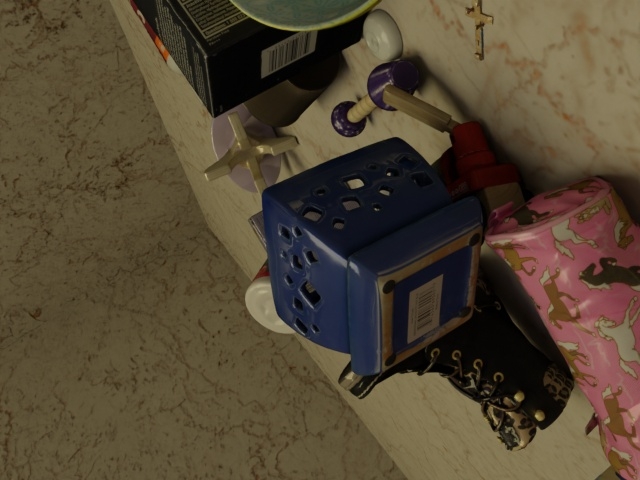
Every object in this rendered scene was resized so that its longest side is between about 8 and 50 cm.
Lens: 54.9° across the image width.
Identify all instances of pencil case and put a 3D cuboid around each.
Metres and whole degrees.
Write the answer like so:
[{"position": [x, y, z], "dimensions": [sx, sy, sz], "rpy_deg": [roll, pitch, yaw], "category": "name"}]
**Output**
[{"position": [0.353, 0.109, 0.754], "dimensions": [0.386, 0.167, 0.160], "rpy_deg": [61, -163, -8], "category": "pencil case"}]

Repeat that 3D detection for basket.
[{"position": [-0.065, -0.332, 1.203], "dimensions": [0.204, 0.154, 0.227], "rpy_deg": [61, 161, -15], "category": "basket"}]

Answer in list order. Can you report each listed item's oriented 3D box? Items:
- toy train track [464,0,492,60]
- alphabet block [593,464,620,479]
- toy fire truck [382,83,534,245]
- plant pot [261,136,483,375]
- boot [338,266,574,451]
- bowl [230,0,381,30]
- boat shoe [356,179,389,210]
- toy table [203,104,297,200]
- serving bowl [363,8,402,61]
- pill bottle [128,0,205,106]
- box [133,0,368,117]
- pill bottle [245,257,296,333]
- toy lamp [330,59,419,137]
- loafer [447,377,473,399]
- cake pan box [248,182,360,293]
[{"position": [0.196, -0.264, 0.777], "dimensions": [0.048, 0.014, 0.083], "rpy_deg": [43, 159, 43], "category": "toy train track"}, {"position": [0.493, 0.413, 0.839], "dimensions": [0.193, 0.192, 0.197], "rpy_deg": [55, 163, 5], "category": "alphabet block"}, {"position": [0.179, -0.108, 0.936], "dimensions": [0.217, 0.159, 0.246], "rpy_deg": [140, 117, -69], "category": "toy fire truck"}, {"position": [0.079, 0.029, 0.836], "dimensions": [0.212, 0.236, 0.235], "rpy_deg": [40, 145, 42], "category": "plant pot"}, {"position": [0.231, 0.211, 0.990], "dimensions": [0.284, 0.377, 0.138], "rpy_deg": [49, 133, 13], "category": "boot"}, {"position": [0.007, -0.404, 0.762], "dimensions": [0.289, 0.290, 0.156], "rpy_deg": [58, -154, -1], "category": "bowl"}, {"position": [0.129, -0.025, 1.304], "dimensions": [0.258, 0.084, 0.095], "rpy_deg": [61, 164, -12], "category": "boat shoe"}, {"position": [-0.191, -0.235, 1.654], "dimensions": [0.274, 0.252, 0.161], "rpy_deg": [56, -176, -26], "category": "toy table"}, {"position": [0.092, -0.317, 0.966], "dimensions": [0.083, 0.027, 0.083], "rpy_deg": [50, 163, 22], "category": "serving bowl"}, {"position": [-0.289, -0.516, 1.385], "dimensions": [0.392, 0.224, 0.224], "rpy_deg": [58, 165, -1], "category": "pill bottle"}, {"position": [-0.121, -0.404, 0.955], "dimensions": [0.294, 0.296, 0.182], "rpy_deg": [56, 165, 11], "category": "box"}, {"position": [-0.058, 0.078, 1.631], "dimensions": [0.177, 0.318, 0.176], "rpy_deg": [12, 130, 15], "category": "pill bottle"}, {"position": [0.090, -0.237, 1.040], "dimensions": [0.080, 0.080, 0.275], "rpy_deg": [60, 167, -6], "category": "toy lamp"}, {"position": [0.292, 0.230, 1.269], "dimensions": [0.302, 0.109, 0.095], "rpy_deg": [39, 152, 56], "category": "loafer"}, {"position": [0.000, 0.000, 1.453], "dimensions": [0.266, 0.246, 0.070], "rpy_deg": [58, 168, -3], "category": "cake pan box"}]
